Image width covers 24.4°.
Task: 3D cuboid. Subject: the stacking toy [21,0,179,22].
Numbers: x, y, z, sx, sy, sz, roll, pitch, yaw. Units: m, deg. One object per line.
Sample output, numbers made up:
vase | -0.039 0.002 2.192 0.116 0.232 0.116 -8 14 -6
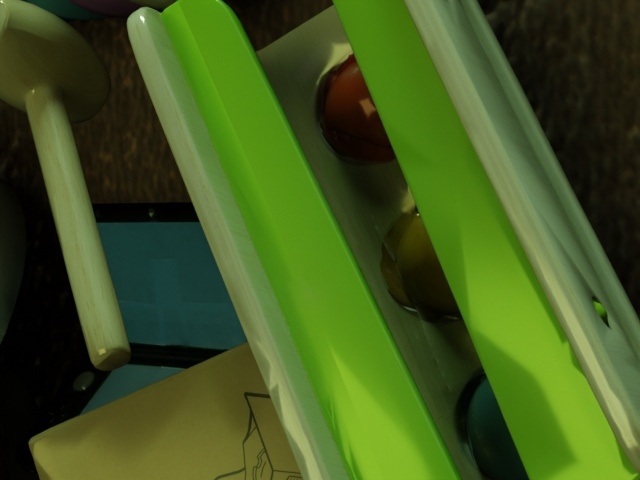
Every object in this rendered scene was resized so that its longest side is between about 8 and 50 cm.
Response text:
stacking toy | -0.182 -0.167 0.801 0.330 0.141 0.141 -6 86 44

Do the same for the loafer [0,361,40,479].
loafer | -0.327 0.146 0.913 0.366 0.130 0.134 -23 75 37

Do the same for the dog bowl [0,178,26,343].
dog bowl | -0.327 0.063 0.817 0.348 0.102 0.349 -27 37 22

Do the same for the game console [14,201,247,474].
game console | -0.095 0.052 0.745 0.144 0.124 0.085 0 134 41

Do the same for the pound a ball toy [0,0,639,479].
pound a ball toy | 0.000 0.000 0.624 0.208 0.136 0.319 -31 67 17

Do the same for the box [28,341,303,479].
box | -0.018 0.125 0.663 0.201 0.021 0.164 -24 72 7
